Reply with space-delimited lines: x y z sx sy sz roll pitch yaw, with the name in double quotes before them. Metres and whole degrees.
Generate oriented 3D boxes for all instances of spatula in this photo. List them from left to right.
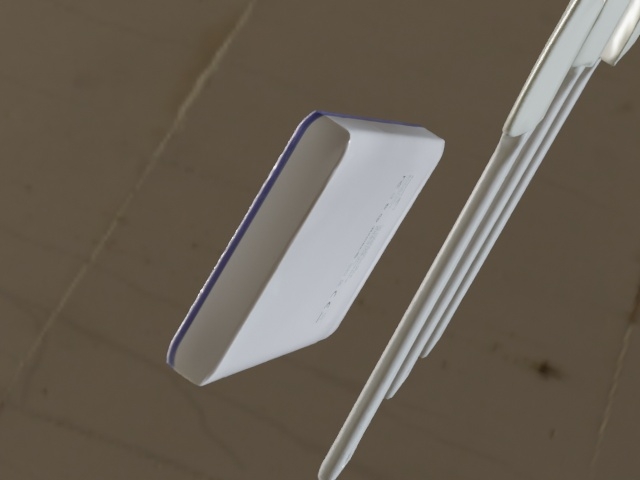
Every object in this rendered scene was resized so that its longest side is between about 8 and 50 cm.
"spatula" 0.076 -0.026 0.563 0.019 0.242 0.168 30 -154 8

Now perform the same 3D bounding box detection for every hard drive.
"hard drive" 0.000 0.000 1.202 0.040 0.210 0.319 33 -169 12
